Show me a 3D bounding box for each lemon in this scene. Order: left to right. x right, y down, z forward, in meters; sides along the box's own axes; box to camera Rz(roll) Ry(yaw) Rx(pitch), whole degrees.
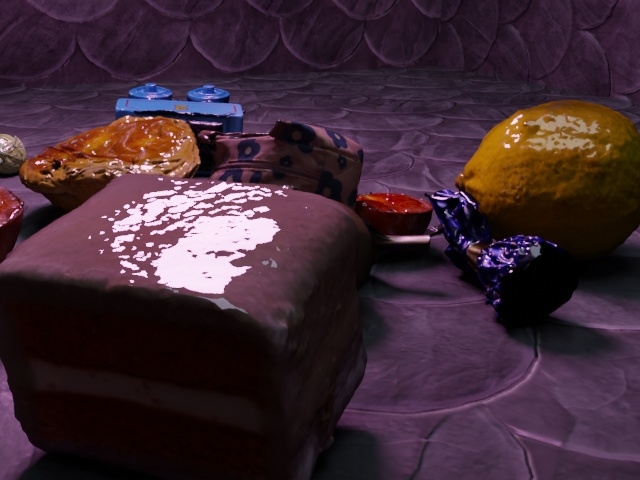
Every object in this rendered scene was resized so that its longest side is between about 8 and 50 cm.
[{"bbox_3d":[0.388,-0.100,1.325,0.321,0.268,0.268,13,21,16],"label":"lemon"}]

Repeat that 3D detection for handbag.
[{"bbox_3d":[-0.081,-0.097,1.307,0.251,0.190,0.193,1,-13,41],"label":"handbag"}]

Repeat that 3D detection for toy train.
[{"bbox_3d":[-0.325,-0.260,1.897,0.300,0.188,0.265,1,23,-10],"label":"toy train"}]

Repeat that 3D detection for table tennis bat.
[{"bbox_3d":[0.058,0.006,1.224,0.220,0.130,0.019,0,53,11],"label":"table tennis bat"}]

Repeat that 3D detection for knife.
[{"bbox_3d":[0.195,-0.015,1.459,0.023,0.010,0.170,17,26,38],"label":"knife"}]

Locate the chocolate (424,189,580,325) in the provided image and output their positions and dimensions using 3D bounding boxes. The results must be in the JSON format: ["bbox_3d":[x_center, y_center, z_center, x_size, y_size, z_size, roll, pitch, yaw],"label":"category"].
[{"bbox_3d":[0.245,0.013,1.211,0.148,0.126,0.343,34,6,-26],"label":"chocolate"}]

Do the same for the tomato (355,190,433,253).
[{"bbox_3d":[0.111,-0.026,1.358,0.139,0.091,0.159,19,17,39],"label":"tomato"}]

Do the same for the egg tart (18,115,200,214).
[{"bbox_3d":[-0.376,-0.127,1.499,0.351,0.153,0.339,-2,27,11],"label":"egg tart"}]

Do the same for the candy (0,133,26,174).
[{"bbox_3d":[-0.716,-0.142,1.695,0.092,0.093,0.335,-10,25,9],"label":"candy"}]

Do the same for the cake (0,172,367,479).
[{"bbox_3d":[-0.126,0.084,0.772,0.308,0.237,0.230,7,30,15],"label":"cake"}]

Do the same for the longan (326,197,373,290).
[{"bbox_3d":[-0.022,0.026,1.122,0.204,0.159,0.184,-32,-26,35],"label":"longan"}]

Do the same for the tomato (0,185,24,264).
[{"bbox_3d":[-0.583,0.022,1.102,0.338,0.144,0.338,0,23,0],"label":"tomato"}]
